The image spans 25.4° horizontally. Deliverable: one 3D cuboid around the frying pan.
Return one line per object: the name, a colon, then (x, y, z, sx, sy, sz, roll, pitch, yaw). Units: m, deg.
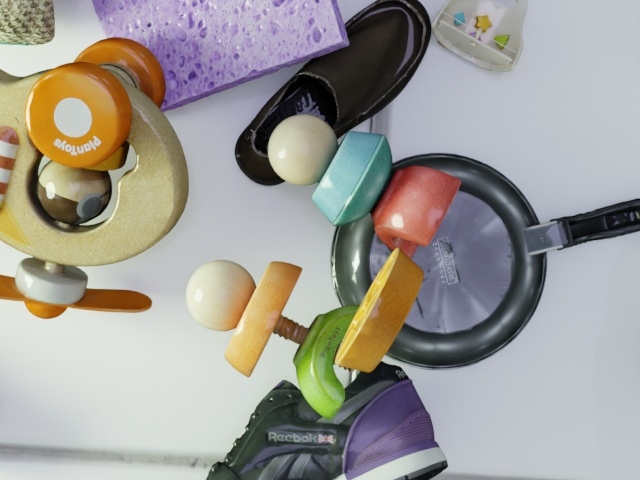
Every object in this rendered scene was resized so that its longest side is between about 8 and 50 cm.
frying pan: (0.171, 0.029, 1.273, 0.326, 0.053, 0.197, 9, 88, 0)

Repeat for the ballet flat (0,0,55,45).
ballet flat: (-0.216, -0.398, 1.224, 0.182, 0.164, 0.483, 15, 95, -26)

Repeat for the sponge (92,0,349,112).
sponge: (-0.089, -0.192, 1.237, 0.210, 0.031, 0.117, -18, 88, 17)

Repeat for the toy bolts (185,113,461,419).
toy bolts: (0.000, 0.000, 1.149, 0.158, 0.218, 0.228, 28, 72, -2)

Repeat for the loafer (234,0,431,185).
loafer: (0.017, -0.132, 1.251, 0.080, 0.078, 0.220, 43, 87, -1)

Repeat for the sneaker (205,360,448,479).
sneaker: (-0.041, 0.194, 1.242, 0.283, 0.107, 0.124, -20, 75, -7)

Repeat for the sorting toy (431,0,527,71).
sorting toy: (0.150, -0.200, 1.281, 0.083, 0.045, 0.075, 29, 80, -2)

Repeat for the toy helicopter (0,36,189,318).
toy helicopter: (-0.284, -0.029, 1.219, 0.355, 0.140, 0.235, -8, 107, 11)
